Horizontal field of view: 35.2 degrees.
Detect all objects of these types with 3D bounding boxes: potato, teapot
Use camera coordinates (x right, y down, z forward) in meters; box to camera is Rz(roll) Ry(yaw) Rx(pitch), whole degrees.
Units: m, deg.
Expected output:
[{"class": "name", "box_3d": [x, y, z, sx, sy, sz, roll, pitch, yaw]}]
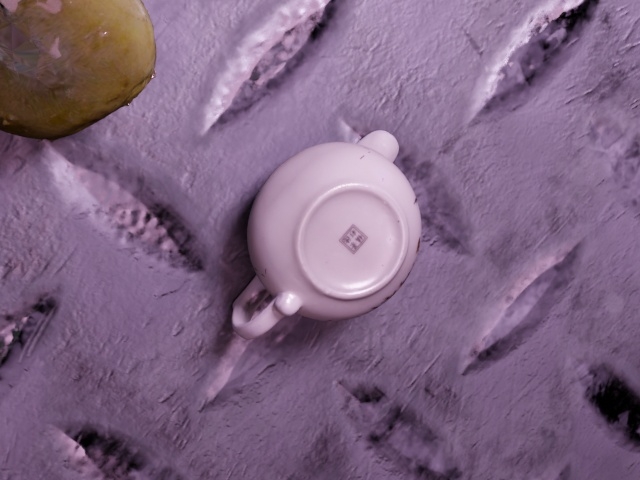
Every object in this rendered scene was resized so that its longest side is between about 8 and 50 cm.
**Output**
[{"class": "potato", "box_3d": [-0.300, -0.236, 0.992, 0.210, 0.173, 0.307, -30, 120, 7]}, {"class": "teapot", "box_3d": [0.000, 0.000, 1.199, 0.300, 0.166, 0.208, -43, 123, 5]}]
